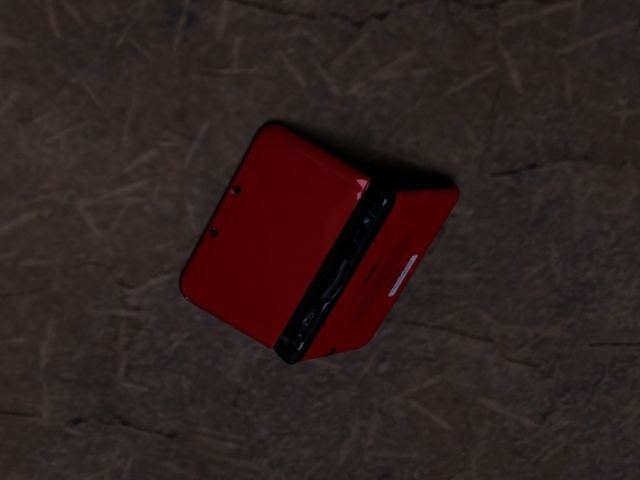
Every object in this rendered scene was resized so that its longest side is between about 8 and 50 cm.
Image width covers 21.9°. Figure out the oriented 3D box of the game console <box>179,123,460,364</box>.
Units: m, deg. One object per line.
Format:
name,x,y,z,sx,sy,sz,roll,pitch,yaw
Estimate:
game console,0.000,0.000,1.077,0.124,0.085,0.144,-8,136,-49
